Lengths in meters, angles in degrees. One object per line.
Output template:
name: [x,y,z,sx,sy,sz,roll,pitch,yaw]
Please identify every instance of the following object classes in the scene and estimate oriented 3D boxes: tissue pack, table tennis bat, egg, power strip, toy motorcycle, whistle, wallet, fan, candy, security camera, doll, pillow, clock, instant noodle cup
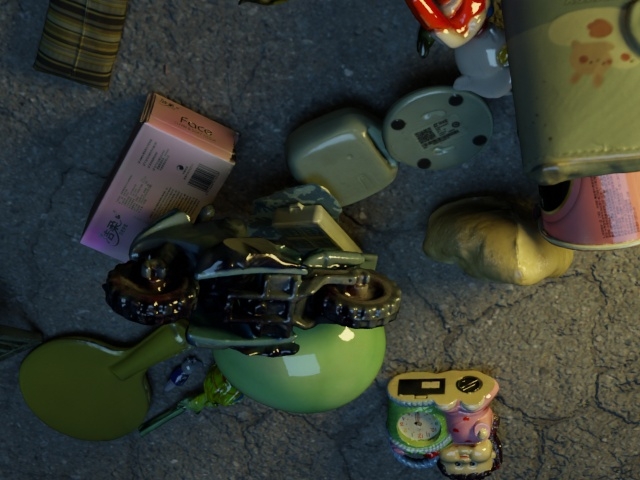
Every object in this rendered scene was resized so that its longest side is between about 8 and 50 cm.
tissue pack: [-0.239,-0.079,1.940,0.148,0.092,0.246,25,124,-15]
table tennis bat: [-0.349,0.221,2.198,0.369,0.054,0.224,-32,115,29]
egg: [-0.035,0.153,2.014,0.270,0.220,0.220,1,126,12]
power strip: [0.000,0.000,1.964,0.081,0.035,0.192,-3,153,26]
toy motorcycle: [-0.100,0.044,1.853,0.416,0.232,0.172,1,118,-13]
whistle: [-0.232,0.225,2.202,0.033,0.029,0.083,29,118,-37]
wallet: [0.355,-0.241,1.618,0.252,0.360,0.083,-8,153,8]
fan: [-0.042,-0.038,1.946,0.131,0.009,0.240,22,153,-21]
candy: [-0.219,0.278,2.224,0.262,0.073,0.077,-32,145,32]
security camera: [0.098,-0.146,1.866,0.301,0.080,0.157,-21,135,20]
doll: [0.159,-0.332,1.672,0.099,0.188,0.384,-4,133,38]
pillow: [-0.326,-0.302,1.819,0.113,0.038,0.203,16,126,-7]
clock: [0.205,0.313,2.189,0.194,0.100,0.195,-3,123,11]
instant noodle cup: [0.383,-0.147,1.777,0.244,0.244,0.255,-13,115,14]

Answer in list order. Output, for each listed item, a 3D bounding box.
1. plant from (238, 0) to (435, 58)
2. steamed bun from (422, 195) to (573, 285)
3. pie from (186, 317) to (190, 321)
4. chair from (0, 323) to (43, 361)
plant: [0.036,-0.400,1.707,0.333,0.180,0.251,4,128,-40]
steamed bun: [0.251,-0.007,1.921,0.212,0.231,0.110,12,98,21]
pie: [-0.183,0.117,2.125,0.085,0.017,0.085,4,128,5]
chair: [-0.587,0.110,2.101,0.136,0.147,0.270,-24,164,23]
